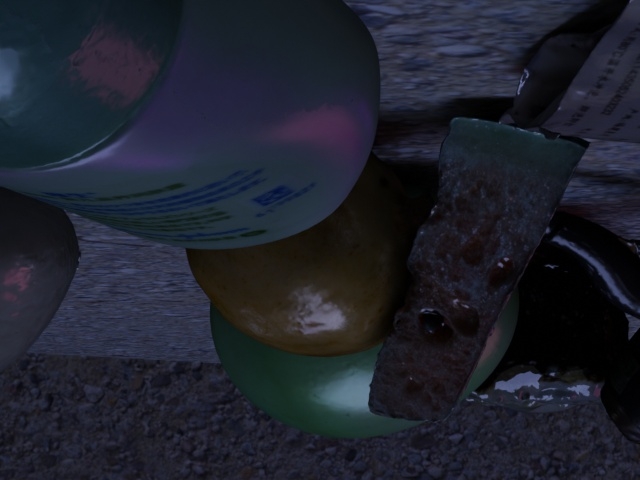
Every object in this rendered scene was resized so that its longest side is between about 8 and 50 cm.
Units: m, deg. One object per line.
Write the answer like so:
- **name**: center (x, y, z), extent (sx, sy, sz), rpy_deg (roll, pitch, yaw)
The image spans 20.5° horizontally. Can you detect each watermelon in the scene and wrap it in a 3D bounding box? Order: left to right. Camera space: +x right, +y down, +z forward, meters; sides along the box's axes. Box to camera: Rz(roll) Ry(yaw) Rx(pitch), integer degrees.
- **watermelon**: center (0.109, 0.026, 1.284), extent (0.094, 0.241, 0.154), rpy_deg (24, -178, 12)

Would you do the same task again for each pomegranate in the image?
- **pomegranate**: center (0.000, 0.000, 1.318), extent (0.196, 0.196, 0.196), rpy_deg (1, 171, 0)

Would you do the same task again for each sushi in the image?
- **sushi**: center (0.220, 0.082, 1.745), extent (0.196, 0.182, 0.343), rpy_deg (7, 177, 12)

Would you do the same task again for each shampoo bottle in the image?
- **shampoo bottle**: center (-0.107, -0.092, 0.811), extent (0.221, 0.151, 0.349), rpy_deg (4, 173, 20)

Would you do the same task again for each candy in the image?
- **candy**: center (-0.331, 0.039, 1.432), extent (0.295, 0.185, 0.295), rpy_deg (-11, -172, 2)

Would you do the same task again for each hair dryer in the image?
- **hair dryer**: center (0.286, 0.009, 1.476), extent (0.359, 0.120, 0.303), rpy_deg (33, 117, -28)

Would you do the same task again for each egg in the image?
- **egg**: center (0.037, 0.058, 1.509), extent (0.269, 0.220, 0.220), rpy_deg (-4, 170, 21)

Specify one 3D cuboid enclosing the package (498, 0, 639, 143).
- **package**: center (0.239, -0.094, 1.045), extent (0.203, 0.062, 0.251), rpy_deg (2, 167, -12)
